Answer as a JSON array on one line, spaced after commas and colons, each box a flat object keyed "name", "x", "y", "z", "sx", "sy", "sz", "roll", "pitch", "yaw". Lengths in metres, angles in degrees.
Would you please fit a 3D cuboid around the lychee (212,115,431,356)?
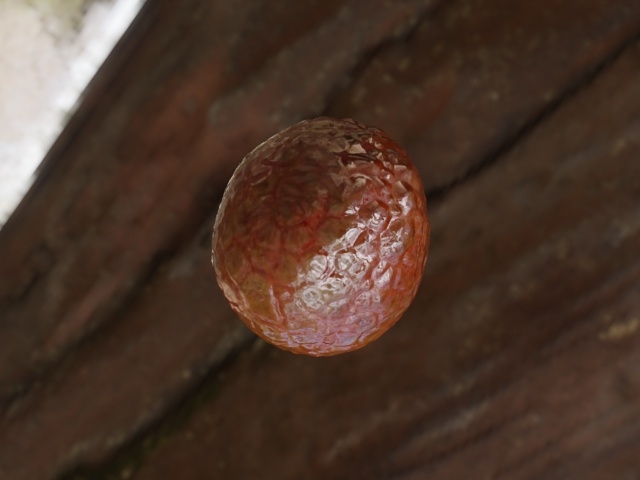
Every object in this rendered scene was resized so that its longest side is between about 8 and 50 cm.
[{"name": "lychee", "x": 0.000, "y": 0.000, "z": 2.146, "sx": 0.255, "sy": 0.255, "sz": 0.300, "roll": -59, "pitch": -172, "yaw": -26}]
